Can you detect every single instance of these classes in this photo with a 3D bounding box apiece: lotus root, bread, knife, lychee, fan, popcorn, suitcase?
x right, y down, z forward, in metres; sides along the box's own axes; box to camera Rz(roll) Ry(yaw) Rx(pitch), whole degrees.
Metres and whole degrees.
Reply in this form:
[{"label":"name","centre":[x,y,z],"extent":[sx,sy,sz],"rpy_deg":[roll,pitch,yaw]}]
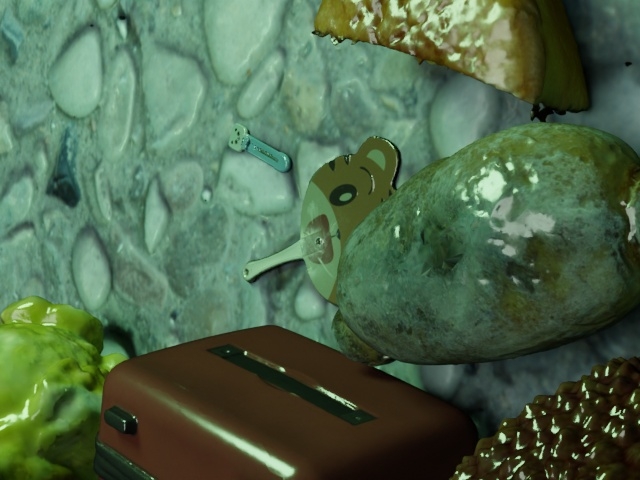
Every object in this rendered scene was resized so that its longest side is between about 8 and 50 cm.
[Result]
[{"label":"lotus root","centre":[0.123,0.013,1.059],"extent":[0.349,0.175,0.175],"rpy_deg":[-24,71,42]},{"label":"bread","centre":[0.114,-0.194,1.106],"extent":[0.260,0.129,0.134],"rpy_deg":[30,108,41]},{"label":"knife","centre":[-0.061,-0.090,1.360],"extent":[0.096,0.010,0.027],"rpy_deg":[31,110,42]},{"label":"lychee","centre":[0.199,0.201,0.920],"extent":[0.271,0.271,0.271],"rpy_deg":[-3,85,46]},{"label":"fan","centre":[0.000,0.000,1.293],"extent":[0.227,0.008,0.152],"rpy_deg":[-21,73,42]},{"label":"popcorn","centre":[-0.330,0.221,1.436],"extent":[0.312,0.312,0.312],"rpy_deg":[-3,85,46]},{"label":"suitcase","centre":[-0.030,0.192,1.157],"extent":[0.297,0.236,0.161],"rpy_deg":[19,113,45]}]
